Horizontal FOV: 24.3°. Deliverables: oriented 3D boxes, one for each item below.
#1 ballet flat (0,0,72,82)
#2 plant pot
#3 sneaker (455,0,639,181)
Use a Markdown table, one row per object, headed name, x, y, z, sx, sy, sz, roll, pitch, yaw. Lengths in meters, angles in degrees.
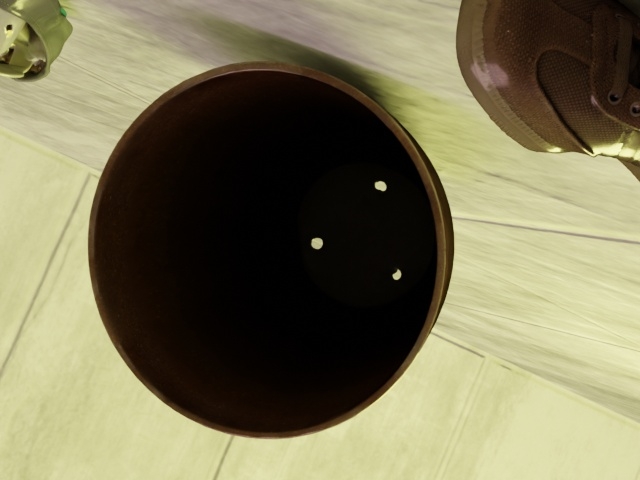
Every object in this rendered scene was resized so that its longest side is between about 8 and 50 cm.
| name | x | y | z | sx | sy | sz | roll | pitch | yaw |
| --- | --- | --- | --- | --- | --- | --- | --- | --- | --- |
| ballet flat | -0.203 | -0.143 | 0.957 | 0.072 | 0.068 | 0.213 | 23 | 175 | 3 |
| plant pot | 0.000 | 0.000 | 0.951 | 0.215 | 0.215 | 0.230 | 22 | -171 | 15 |
| sneaker | 0.127 | -0.055 | 0.534 | 0.071 | 0.066 | 0.188 | -5 | 161 | 43 |
